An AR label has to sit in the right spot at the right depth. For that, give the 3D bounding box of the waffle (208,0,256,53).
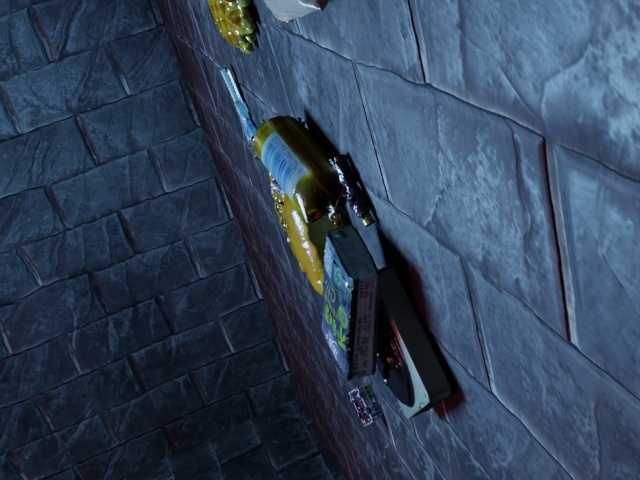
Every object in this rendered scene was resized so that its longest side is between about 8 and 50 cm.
[{"bbox_3d":[-0.228,-0.577,1.754,0.302,0.068,0.324,-141,31,-68],"label":"waffle"}]

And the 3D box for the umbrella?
[{"bbox_3d":[0.059,-0.092,1.421,0.143,0.040,0.037,65,160,8],"label":"umbrella"}]

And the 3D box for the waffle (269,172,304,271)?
[{"bbox_3d":[-0.073,-0.080,2.024,0.293,0.069,0.259,89,160,-62],"label":"waffle"}]

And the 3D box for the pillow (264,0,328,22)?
[{"bbox_3d":[-0.065,-0.437,1.242,0.173,0.067,0.270,64,171,-16],"label":"pillow"}]

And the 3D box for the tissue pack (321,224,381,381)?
[{"bbox_3d":[0.055,0.116,1.433,0.173,0.073,0.235,-118,24,-54],"label":"tissue pack"}]

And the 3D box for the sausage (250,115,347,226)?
[{"bbox_3d":[-0.020,-0.129,1.537,0.317,0.125,0.117,53,159,43],"label":"sausage"}]

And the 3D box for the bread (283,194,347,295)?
[{"bbox_3d":[0.000,0.000,1.681,0.245,0.121,0.174,68,168,-15],"label":"bread"}]

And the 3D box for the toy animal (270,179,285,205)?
[{"bbox_3d":[-0.063,-0.127,1.800,0.220,0.062,0.107,-20,63,57],"label":"toy animal"}]

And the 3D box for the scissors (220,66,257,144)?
[{"bbox_3d":[-0.229,-0.382,2.257,0.256,0.030,0.125,68,171,-20],"label":"scissors"}]

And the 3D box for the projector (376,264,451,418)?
[{"bbox_3d":[0.145,0.205,1.490,0.257,0.079,0.259,100,148,-69],"label":"projector"}]

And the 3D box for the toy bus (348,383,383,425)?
[{"bbox_3d":[0.128,0.456,2.146,0.052,0.058,0.102,-45,66,48],"label":"toy bus"}]
